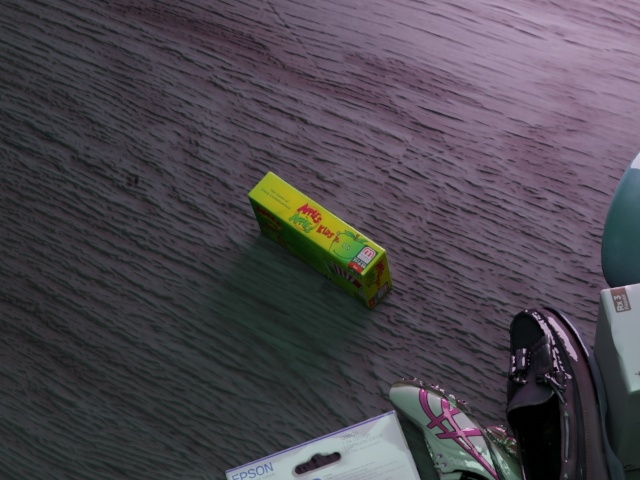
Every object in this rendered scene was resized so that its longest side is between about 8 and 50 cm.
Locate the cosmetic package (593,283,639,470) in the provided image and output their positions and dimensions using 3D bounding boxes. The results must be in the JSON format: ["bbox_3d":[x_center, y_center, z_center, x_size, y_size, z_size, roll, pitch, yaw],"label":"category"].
[{"bbox_3d":[0.334,0.144,1.333,0.085,0.231,0.117,-10,61,1],"label":"cosmetic package"}]

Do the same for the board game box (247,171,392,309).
[{"bbox_3d":[0.000,0.000,1.546,0.181,0.092,0.043,35,71,24],"label":"board game box"}]

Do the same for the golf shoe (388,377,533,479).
[{"bbox_3d":[0.144,0.220,1.419,0.186,0.067,0.086,32,73,23],"label":"golf shoe"}]

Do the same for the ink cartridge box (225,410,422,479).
[{"bbox_3d":[0.022,0.314,1.401,0.206,0.045,0.208,-19,62,-1],"label":"ink cartridge box"}]

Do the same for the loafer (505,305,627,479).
[{"bbox_3d":[0.239,0.192,1.343,0.095,0.109,0.302,6,50,-21],"label":"loafer"}]

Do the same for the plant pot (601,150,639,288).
[{"bbox_3d":[0.454,0.004,1.384,0.255,0.271,0.271,22,67,35],"label":"plant pot"}]
